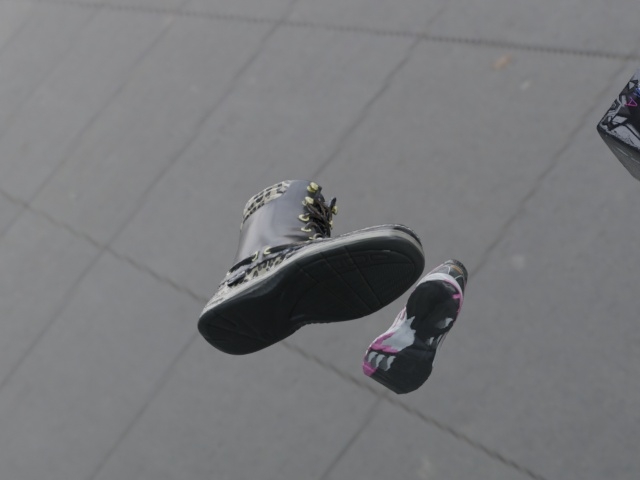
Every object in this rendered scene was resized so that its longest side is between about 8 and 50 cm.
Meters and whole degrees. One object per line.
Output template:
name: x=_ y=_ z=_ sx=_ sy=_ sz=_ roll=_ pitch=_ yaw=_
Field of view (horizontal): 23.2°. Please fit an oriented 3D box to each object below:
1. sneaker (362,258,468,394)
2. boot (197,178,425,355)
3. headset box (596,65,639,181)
sneaker: x=0.112 y=0.091 z=1.655 sx=0.178 sy=0.072 sz=0.077 roll=-54 pitch=-3 yaw=40
boot: x=-0.002 y=-0.001 z=1.460 sx=0.236 sy=0.085 sz=0.179 roll=-24 pitch=32 yaw=29
headset box: x=0.475 y=-0.124 z=1.587 sx=0.283 sy=0.131 sz=0.246 roll=37 pitch=90 yaw=39
